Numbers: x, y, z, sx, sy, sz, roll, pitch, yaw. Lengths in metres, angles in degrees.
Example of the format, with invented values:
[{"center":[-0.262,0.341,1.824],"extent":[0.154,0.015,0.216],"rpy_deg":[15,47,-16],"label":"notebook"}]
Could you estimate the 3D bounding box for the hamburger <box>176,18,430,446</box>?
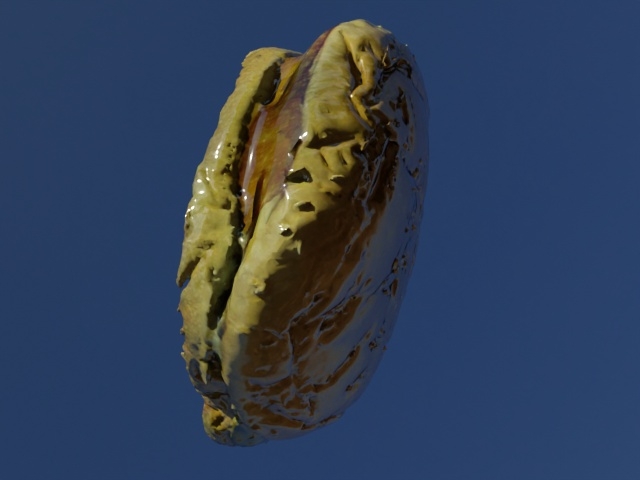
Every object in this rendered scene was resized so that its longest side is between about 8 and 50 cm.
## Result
[{"center":[0.001,-0.001,0.825],"extent":[0.134,0.265,0.285],"rpy_deg":[5,-38,10],"label":"hamburger"}]
